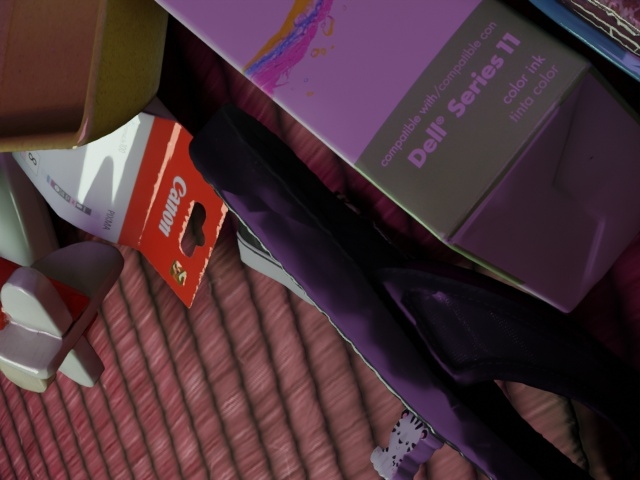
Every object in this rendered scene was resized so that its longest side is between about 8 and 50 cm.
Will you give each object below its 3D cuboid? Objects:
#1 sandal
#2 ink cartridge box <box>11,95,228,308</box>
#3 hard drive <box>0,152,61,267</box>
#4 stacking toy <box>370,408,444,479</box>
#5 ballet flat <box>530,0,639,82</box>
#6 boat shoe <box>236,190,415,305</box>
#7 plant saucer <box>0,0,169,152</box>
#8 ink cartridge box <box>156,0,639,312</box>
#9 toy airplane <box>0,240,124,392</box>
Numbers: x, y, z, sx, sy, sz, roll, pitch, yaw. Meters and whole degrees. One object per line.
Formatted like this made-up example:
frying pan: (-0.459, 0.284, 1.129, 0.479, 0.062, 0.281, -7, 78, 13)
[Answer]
sandal: (0.097, 0.059, 0.892, 0.446, 0.167, 0.107, 46, 100, 4)
ink cartridge box: (-0.184, -0.065, 1.210, 0.232, 0.066, 0.189, 53, 144, 22)
hard drive: (-0.394, -0.123, 1.515, 0.233, 0.047, 0.353, 24, 134, 45)
stacking toy: (0.141, 0.205, 0.891, 0.167, 0.052, 0.221, 35, -176, -29)
ballet flat: (0.303, -0.041, 0.594, 0.483, 0.164, 0.182, 47, 120, 17)
boat shoe: (0.000, 0.000, 1.064, 0.219, 0.078, 0.070, 19, 126, 49)
plant saucer: (-0.200, -0.223, 1.047, 0.333, 0.081, 0.332, 3, 84, 53)
ink cartridge box: (0.028, -0.121, 0.823, 0.353, 0.207, 0.119, 42, 98, 30)
toy airplane: (-0.376, 0.014, 1.367, 0.386, 0.384, 0.272, -37, 36, 46)
